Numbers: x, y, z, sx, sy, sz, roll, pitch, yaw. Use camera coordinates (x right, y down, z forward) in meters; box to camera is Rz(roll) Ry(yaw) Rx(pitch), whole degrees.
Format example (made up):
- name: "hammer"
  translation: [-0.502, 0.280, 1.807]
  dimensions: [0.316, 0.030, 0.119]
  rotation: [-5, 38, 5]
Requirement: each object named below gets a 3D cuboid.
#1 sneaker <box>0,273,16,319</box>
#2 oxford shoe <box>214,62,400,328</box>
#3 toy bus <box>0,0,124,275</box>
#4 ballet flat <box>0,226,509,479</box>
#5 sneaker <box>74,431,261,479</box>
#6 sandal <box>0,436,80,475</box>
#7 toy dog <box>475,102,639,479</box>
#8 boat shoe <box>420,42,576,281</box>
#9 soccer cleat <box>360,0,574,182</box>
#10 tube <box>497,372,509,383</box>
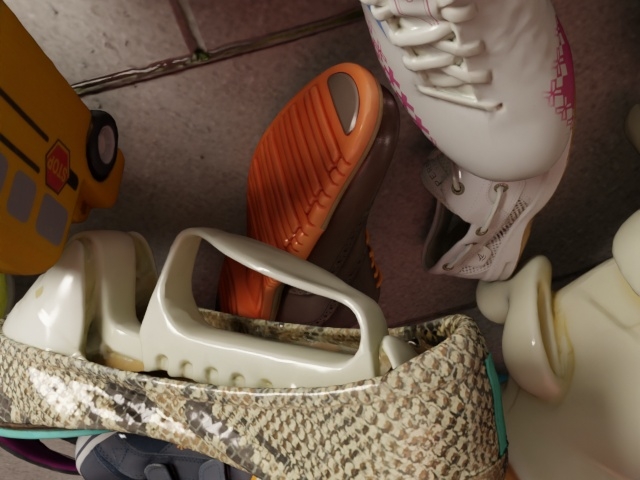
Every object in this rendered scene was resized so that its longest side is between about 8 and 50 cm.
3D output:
- name: "sneaker"
  translation: [-0.346, -0.024, 0.408]
  dimensions: [0.145, 0.147, 0.385]
  rotation: [-27, 138, -9]
- name: "oxford shoe"
  translation: [0.000, 0.000, 0.542]
  dimensions: [0.132, 0.130, 0.364]
  rotation: [3, 144, -22]
- name: "toy bus"
  translation: [-0.214, -0.068, 0.323]
  dimensions: [0.108, 0.130, 0.333]
  rotation: [6, 164, 2]
- name: "ballet flat"
  translation: [-0.104, 0.076, 0.461]
  dimensions: [0.483, 0.164, 0.182]
  rotation: [4, 106, 26]
- name: "sneaker"
  translation: [-0.093, 0.204, 0.576]
  dimensions: [0.321, 0.127, 0.126]
  rotation: [-22, 142, 10]
- name: "sandal"
  translation: [-0.308, 0.188, 0.673]
  dimensions: [0.167, 0.107, 0.446]
  rotation: [-38, 128, 25]
- name: "toy dog"
  translation: [0.311, 0.156, 0.570]
  dimensions: [0.284, 0.395, 0.408]
  rotation: [14, 125, -38]
- name: "boat shoe"
  translation: [0.135, -0.056, 0.517]
  dimensions: [0.096, 0.098, 0.277]
  rotation: [-7, 137, -5]
- name: "soccer cleat"
  translation: [0.055, -0.147, 0.331]
  dimensions: [0.116, 0.143, 0.331]
  rotation: [-12, 123, 31]
- name: "tube"
  translation: [0.240, 0.207, 0.834]
  dimensions: [0.207, 0.052, 0.080]
  rotation: [15, 153, -27]
